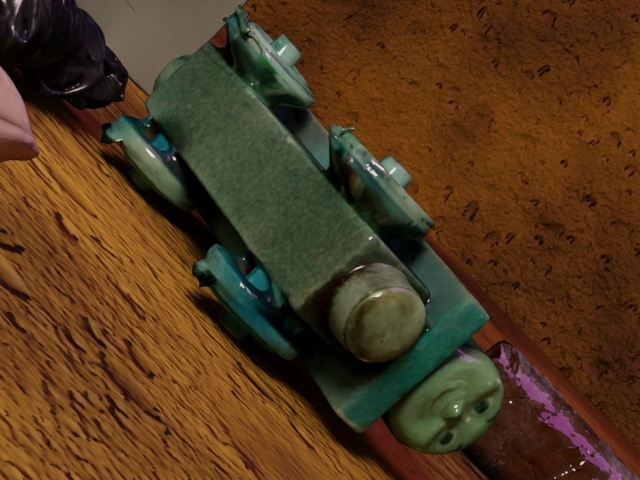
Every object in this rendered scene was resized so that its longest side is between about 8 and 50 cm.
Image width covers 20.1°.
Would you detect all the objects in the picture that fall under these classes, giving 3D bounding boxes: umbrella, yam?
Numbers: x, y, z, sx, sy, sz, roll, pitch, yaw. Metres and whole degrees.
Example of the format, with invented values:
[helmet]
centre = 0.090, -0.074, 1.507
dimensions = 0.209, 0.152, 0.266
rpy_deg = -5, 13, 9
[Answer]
[umbrella]
centre = -0.153, -0.113, 0.956
dimensions = 0.224, 0.071, 0.080
rpy_deg = 43, 43, -78
[yam]
centre = 0.144, 0.137, 1.229
dimensions = 0.141, 0.079, 0.079
rpy_deg = 48, 6, 6

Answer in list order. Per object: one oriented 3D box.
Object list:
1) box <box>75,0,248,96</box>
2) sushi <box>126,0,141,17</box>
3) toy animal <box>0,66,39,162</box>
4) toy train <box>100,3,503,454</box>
[box]
centre = -0.180, -0.252, 1.484
dimensions = 0.225, 0.117, 0.225
rpy_deg = 43, 6, -15
[sushi]
centre = -0.223, -0.228, 1.179
dimensions = 0.215, 0.050, 0.192
rpy_deg = 48, 1, -29
[toy animal]
centre = -0.142, -0.062, 0.434
dimensions = 0.124, 0.124, 0.212
rpy_deg = 45, -1, 2
[toy train]
centre = 0.000, 0.000, 0.995
dimensions = 0.194, 0.120, 0.298
rpy_deg = 47, 3, -36
